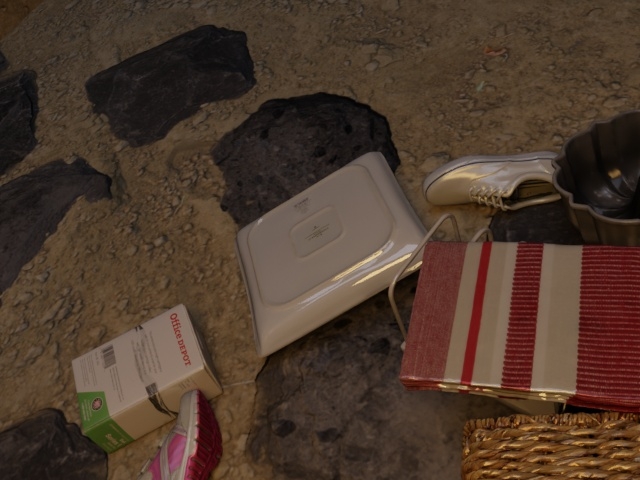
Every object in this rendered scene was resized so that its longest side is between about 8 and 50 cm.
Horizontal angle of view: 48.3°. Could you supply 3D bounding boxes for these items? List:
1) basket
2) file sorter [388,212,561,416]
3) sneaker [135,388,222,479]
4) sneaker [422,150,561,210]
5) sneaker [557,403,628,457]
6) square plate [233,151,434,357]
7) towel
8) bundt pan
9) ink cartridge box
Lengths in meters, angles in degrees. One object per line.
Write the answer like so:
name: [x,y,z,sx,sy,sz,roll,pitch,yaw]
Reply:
basket: [0.315,0.340,0.794,0.299,0.214,0.223,-8,28,16]
file sorter: [0.268,0.105,1.045,0.277,0.173,0.193,23,62,36]
sneaker: [-0.221,0.340,1.074,0.111,0.103,0.252,-8,46,13]
sneaker: [0.311,-0.098,1.270,0.258,0.094,0.091,-11,42,12]
sneaker: [0.392,0.195,0.913,0.302,0.121,0.108,-50,36,-13]
square plate: [0.000,0.000,1.279,0.347,0.049,0.344,-31,39,8]
towel: [0.278,0.097,0.905,0.329,0.037,0.237,2,50,21]
bundt pan: [0.536,-0.077,1.118,0.330,0.124,0.331,-13,35,9]
ink cartridge box: [-0.294,0.230,1.211,0.219,0.093,0.160,-27,45,-4]
